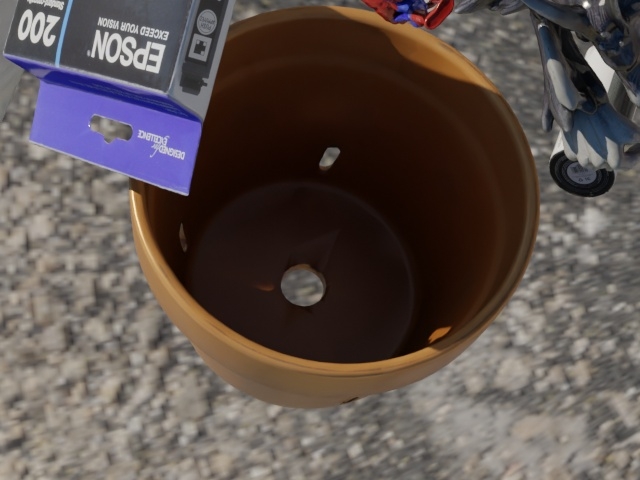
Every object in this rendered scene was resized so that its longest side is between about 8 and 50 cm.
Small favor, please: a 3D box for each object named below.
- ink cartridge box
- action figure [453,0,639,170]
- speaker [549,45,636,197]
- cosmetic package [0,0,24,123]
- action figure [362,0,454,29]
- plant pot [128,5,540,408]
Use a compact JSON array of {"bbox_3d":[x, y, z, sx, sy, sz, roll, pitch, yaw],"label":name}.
[{"bbox_3d":[-0.132,-0.150,1.236,0.206,0.045,0.208,17,95,50],"label":"ink cartridge box"},{"bbox_3d":[0.176,-0.117,0.908,0.164,0.275,0.141,-17,101,33],"label":"action figure"},{"bbox_3d":[0.226,-0.100,1.522,0.055,0.136,0.055,13,138,12],"label":"speaker"},{"bbox_3d":[-0.389,-0.193,1.707,0.156,0.217,0.385,-2,60,45],"label":"cosmetic package"},{"bbox_3d":[0.042,-0.128,0.971,0.038,0.115,0.030,35,89,-14],"label":"action figure"},{"bbox_3d":[0.000,0.000,1.401,0.291,0.203,0.291,3,65,-6],"label":"plant pot"}]
